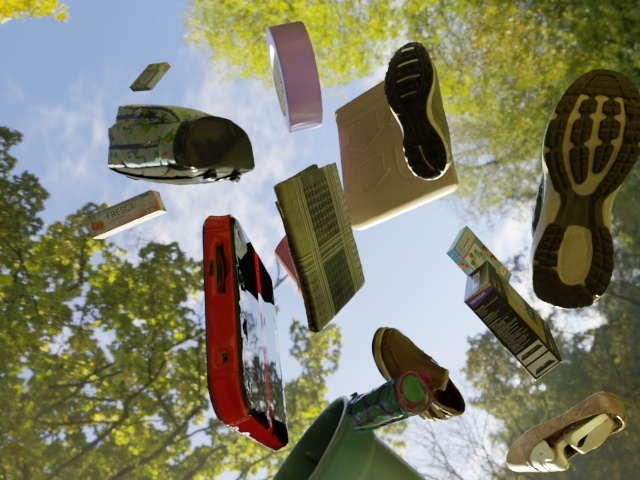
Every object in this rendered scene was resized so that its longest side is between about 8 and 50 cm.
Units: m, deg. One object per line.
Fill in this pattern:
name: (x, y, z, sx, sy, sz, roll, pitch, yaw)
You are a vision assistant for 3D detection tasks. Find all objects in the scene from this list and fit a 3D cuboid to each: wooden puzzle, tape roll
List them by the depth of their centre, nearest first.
wooden puzzle: (0.187, -0.231, 1.413, 0.080, 0.322, 0.348, 12, -117, -45)
tape roll: (-0.070, -0.426, 1.475, 0.090, 0.275, 0.275, -12, -68, -7)

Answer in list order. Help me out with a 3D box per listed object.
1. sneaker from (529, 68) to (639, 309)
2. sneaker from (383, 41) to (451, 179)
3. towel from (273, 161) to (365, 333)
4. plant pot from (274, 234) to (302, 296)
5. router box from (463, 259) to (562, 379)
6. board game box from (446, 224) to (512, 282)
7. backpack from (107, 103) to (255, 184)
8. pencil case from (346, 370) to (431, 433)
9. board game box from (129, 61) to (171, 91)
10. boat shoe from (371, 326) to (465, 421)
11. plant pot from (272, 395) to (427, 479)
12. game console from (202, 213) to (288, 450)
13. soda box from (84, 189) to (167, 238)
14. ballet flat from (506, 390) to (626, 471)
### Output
sneaker: (0.443, -0.093, 1.002, 0.182, 0.158, 0.410, -29, -49, -81)
sneaker: (0.199, -0.255, 1.116, 0.108, 0.100, 0.272, -18, -83, -62)
towel: (0.000, 0.000, 1.225, 0.312, 0.056, 0.324, -35, -67, -62)
plant pot: (-0.026, 0.052, 1.620, 0.201, 0.180, 0.201, -45, -13, -13)
router box: (0.477, 0.186, 1.420, 0.081, 0.243, 0.309, -44, -5, 17)
board game box: (0.484, 0.072, 1.700, 0.211, 0.039, 0.160, 46, -141, -1)
backpack: (-0.408, -0.256, 1.522, 0.290, 0.355, 0.273, -13, -89, -60)
pencil case: (0.101, 0.247, 0.853, 0.070, 0.151, 0.064, -27, -100, -40)
board game box: (-0.447, -0.429, 1.472, 0.020, 0.090, 0.090, 51, -120, -42)
boat shoe: (0.188, 0.239, 1.016, 0.257, 0.095, 0.095, 50, -134, -34)
plant pot: (0.084, 0.551, 1.123, 0.341, 0.334, 0.341, -54, 0, 0)
game console: (-0.137, 0.174, 1.058, 0.342, 0.060, 0.387, 72, -172, -59)
soda box: (-0.477, -0.064, 1.383, 0.063, 0.183, 0.058, 15, -126, -86)
ballet flat: (0.572, 0.469, 1.314, 0.107, 0.316, 0.106, 41, -162, -10)
